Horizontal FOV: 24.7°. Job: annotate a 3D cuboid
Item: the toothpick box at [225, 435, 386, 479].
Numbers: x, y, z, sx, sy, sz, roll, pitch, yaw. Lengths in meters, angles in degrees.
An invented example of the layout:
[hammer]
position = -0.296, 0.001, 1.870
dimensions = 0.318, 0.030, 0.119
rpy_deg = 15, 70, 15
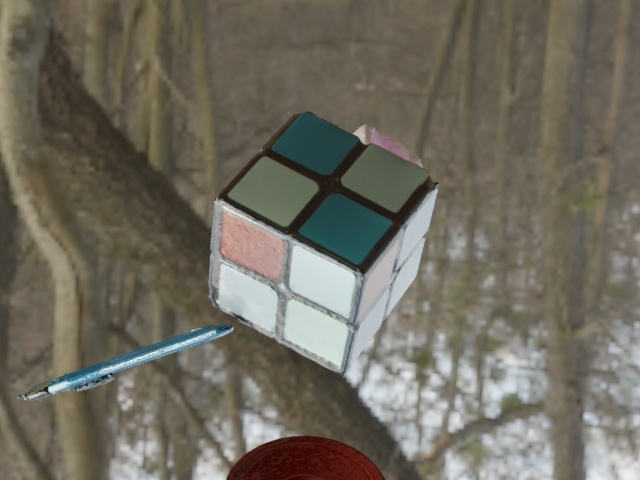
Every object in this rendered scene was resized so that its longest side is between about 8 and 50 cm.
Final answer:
[toothpick box]
position = -0.024, 0.429, 1.813
dimensions = 0.204, 0.333, 0.204
rpy_deg = 2, -141, -1

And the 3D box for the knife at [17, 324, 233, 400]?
[knife]
position = -0.219, 0.139, 1.629
dimensions = 0.296, 0.026, 0.044
rpy_deg = -20, 170, 30

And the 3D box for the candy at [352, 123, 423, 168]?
[candy]
position = 0.017, -0.021, 1.933
dimensions = 0.116, 0.155, 0.265
rpy_deg = 29, 138, -30

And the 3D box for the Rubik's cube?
[Rubik's cube]
position = 0.000, 0.000, 1.537
dimensions = 0.183, 0.180, 0.167
rpy_deg = 28, -128, 13
